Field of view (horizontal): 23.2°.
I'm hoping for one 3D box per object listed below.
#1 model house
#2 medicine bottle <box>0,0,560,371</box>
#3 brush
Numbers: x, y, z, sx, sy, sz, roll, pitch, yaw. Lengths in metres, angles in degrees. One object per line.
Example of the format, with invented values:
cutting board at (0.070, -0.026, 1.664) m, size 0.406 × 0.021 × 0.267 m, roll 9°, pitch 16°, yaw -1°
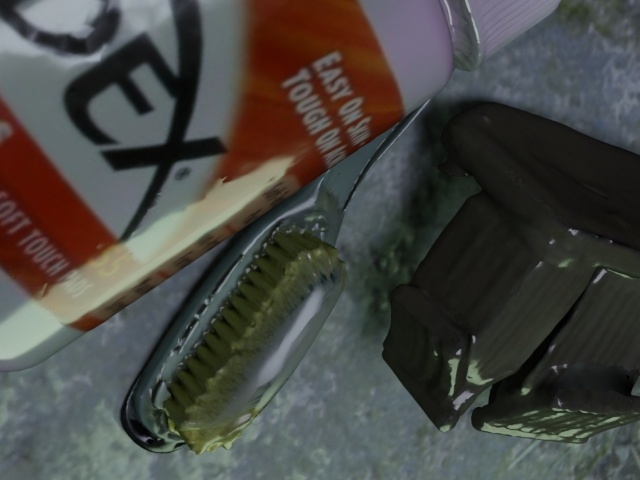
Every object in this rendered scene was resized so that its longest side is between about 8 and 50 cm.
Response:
model house at (0.136, 0.036, 0.920) m, size 0.229 × 0.122 × 0.188 m, roll 13°, pitch 110°, yaw -38°
medicine bottle at (-0.083, -0.118, 0.532) m, size 0.241 × 0.252 × 0.252 m, roll -35°, pitch 133°, yaw -1°
brush at (0.000, 0.000, 0.827) m, size 0.068 × 0.060 × 0.297 m, roll 32°, pitch 92°, yaw -42°
